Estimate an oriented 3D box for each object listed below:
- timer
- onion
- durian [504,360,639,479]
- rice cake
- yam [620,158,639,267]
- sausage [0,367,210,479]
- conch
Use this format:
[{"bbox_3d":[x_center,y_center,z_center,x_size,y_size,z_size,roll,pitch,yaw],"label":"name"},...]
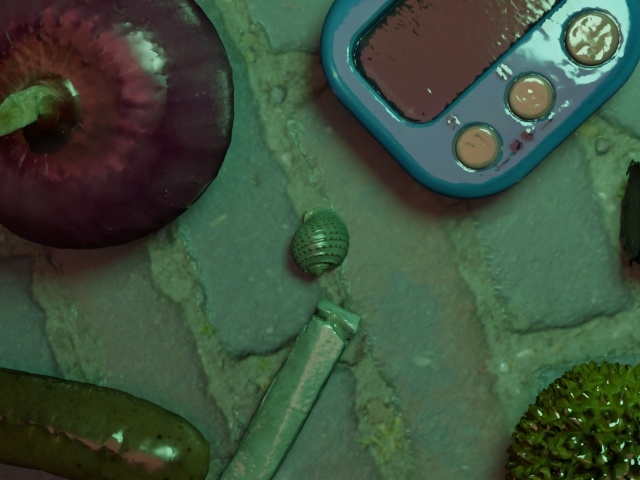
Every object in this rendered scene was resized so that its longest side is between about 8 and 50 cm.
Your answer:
[{"bbox_3d":[0.189,-0.237,1.228,0.340,0.115,0.309,-44,87,8],"label":"timer"},{"bbox_3d":[-0.273,-0.154,1.211,0.358,0.345,0.358,-7,117,-14],"label":"onion"},{"bbox_3d":[0.333,0.286,1.177,0.258,0.258,0.293,7,104,8],"label":"durian"},{"bbox_3d":[-0.054,0.229,1.311,0.066,0.063,0.336,31,97,3],"label":"rice cake"},{"bbox_3d":[0.489,-0.008,1.194,0.280,0.131,0.131,12,94,5],"label":"yam"},{"bbox_3d":[-0.382,0.233,1.331,0.501,0.123,0.136,10,123,8],"label":"sausage"},{"bbox_3d":[0.000,0.001,1.298,0.076,0.056,0.085,-5,93,-4],"label":"conch"}]
